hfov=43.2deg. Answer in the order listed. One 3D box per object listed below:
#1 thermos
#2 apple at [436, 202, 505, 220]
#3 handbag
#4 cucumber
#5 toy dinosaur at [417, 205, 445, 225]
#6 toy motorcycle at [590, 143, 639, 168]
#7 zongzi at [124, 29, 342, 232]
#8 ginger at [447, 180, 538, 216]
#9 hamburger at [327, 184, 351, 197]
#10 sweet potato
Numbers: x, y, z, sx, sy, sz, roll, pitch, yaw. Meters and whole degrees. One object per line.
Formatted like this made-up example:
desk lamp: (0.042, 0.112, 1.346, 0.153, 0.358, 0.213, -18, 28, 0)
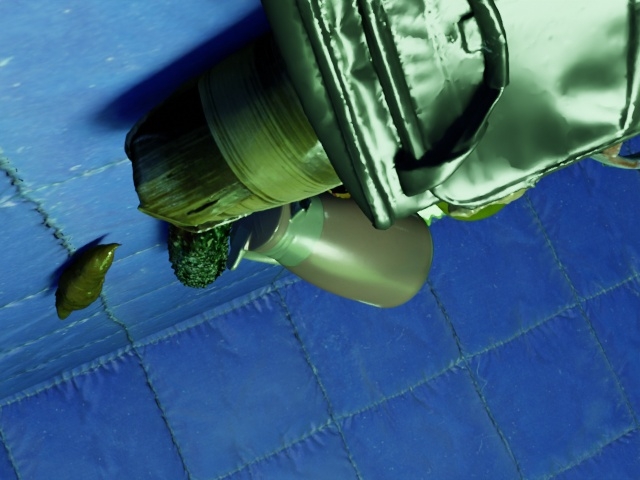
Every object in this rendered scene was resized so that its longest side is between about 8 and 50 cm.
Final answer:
thermos: (0.000, 0.000, 1.050, 0.265, 0.145, 0.176, 16, 151, -42)
apple: (0.185, -0.117, 1.095, 0.156, 0.196, 0.196, -59, 166, 10)
handbag: (0.097, -0.137, 0.484, 0.244, 0.088, 0.275, -23, 137, 1)
cucumber: (-0.170, 0.001, 1.144, 0.096, 0.096, 0.359, -23, 174, -13)
toy dinosaur: (0.142, -0.120, 1.366, 0.194, 0.152, 0.177, -32, -159, 9)
toy motorcycle: (0.461, -0.232, 1.185, 0.319, 0.182, 0.241, -21, 146, -26)
zongzi: (-0.002, -0.105, 0.730, 0.286, 0.134, 0.288, -25, 174, 18)
ginger: (0.197, -0.143, 0.747, 0.123, 0.270, 0.219, 13, 166, 18)
hamburger: (0.082, -0.139, 0.924, 0.231, 0.106, 0.231, -20, 167, -5)
sweet potato: (-0.339, 0.060, 1.158, 0.067, 0.067, 0.274, -20, 171, -35)
